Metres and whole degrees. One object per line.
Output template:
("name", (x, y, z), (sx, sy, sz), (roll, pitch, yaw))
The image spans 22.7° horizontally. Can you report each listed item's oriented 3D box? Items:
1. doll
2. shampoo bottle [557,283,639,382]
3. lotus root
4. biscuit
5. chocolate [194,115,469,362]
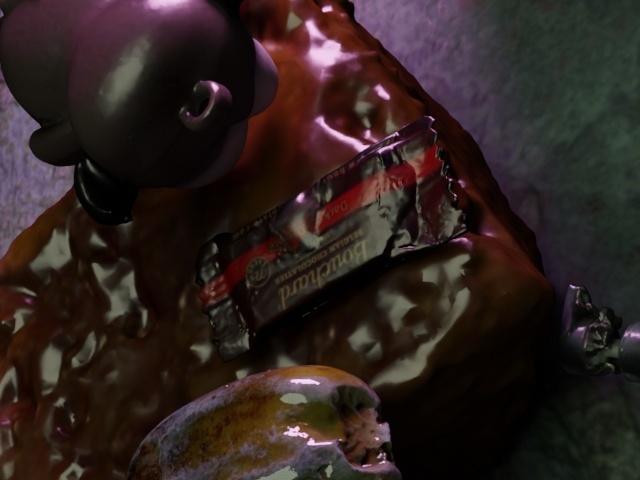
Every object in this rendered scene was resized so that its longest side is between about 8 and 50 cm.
("doll", (-0.125, -0.113, 1.004), (0.257, 0.117, 0.182), (31, 93, 45))
("shampoo bottle", (0.266, 0.073, 0.858), (0.309, 0.071, 0.098), (5, 78, 43))
("lotus root", (-0.047, 0.136, 0.868), (0.192, 0.088, 0.113), (-24, 57, 21))
("biscuit", (-0.049, 0.065, 1.054), (0.395, 0.166, 0.343), (-44, 49, 15))
("chocolate", (0.000, 0.000, 0.916), (0.182, 0.028, 0.086), (-27, 62, 23))
